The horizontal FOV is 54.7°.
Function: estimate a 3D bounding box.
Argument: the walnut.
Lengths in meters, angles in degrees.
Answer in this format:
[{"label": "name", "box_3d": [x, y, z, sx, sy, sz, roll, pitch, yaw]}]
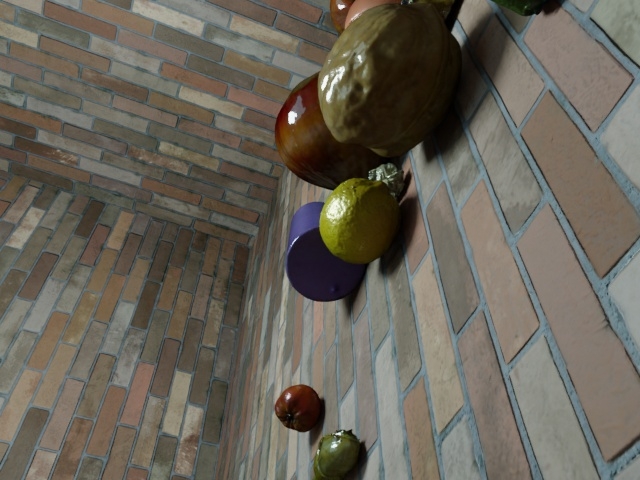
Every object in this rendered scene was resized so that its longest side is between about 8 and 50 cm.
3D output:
[{"label": "walnut", "box_3d": [0.159, -0.366, 1.385, 0.306, 0.306, 0.344, -95, 29, -60]}]

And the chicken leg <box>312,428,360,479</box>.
[{"label": "chicken leg", "box_3d": [0.024, 0.486, 1.337, 0.103, 0.088, 0.228, -103, 25, -48]}]

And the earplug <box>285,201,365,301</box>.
[{"label": "earplug", "box_3d": [0.000, 0.000, 1.830, 0.456, 0.215, 0.215, -103, 32, -73]}]

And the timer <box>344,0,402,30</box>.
[{"label": "timer", "box_3d": [0.182, -0.587, 1.749, 0.229, 0.229, 0.215, 148, 119, -71]}]

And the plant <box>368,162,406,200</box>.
[{"label": "plant", "box_3d": [0.183, -0.155, 1.577, 0.116, 0.104, 0.122, 8, 42, 43]}]

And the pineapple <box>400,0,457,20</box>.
[{"label": "pineapple", "box_3d": [0.278, -0.654, 1.594, 0.161, 0.158, 0.335, -109, 38, -70]}]

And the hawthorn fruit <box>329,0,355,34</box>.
[{"label": "hawthorn fruit", "box_3d": [0.178, -0.755, 1.965, 0.298, 0.277, 0.277, -72, 7, -52]}]

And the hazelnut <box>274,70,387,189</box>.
[{"label": "hazelnut", "box_3d": [0.040, -0.310, 1.760, 0.409, 0.359, 0.359, 122, 163, -75]}]

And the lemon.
[{"label": "lemon", "box_3d": [0.094, -0.045, 1.487, 0.192, 0.192, 0.231, -93, 27, -58]}]

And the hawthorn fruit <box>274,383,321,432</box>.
[{"label": "hawthorn fruit", "box_3d": [-0.050, 0.442, 1.645, 0.125, 0.140, 0.125, 27, 122, 54]}]

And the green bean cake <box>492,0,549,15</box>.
[{"label": "green bean cake", "box_3d": [0.369, -0.555, 1.068, 0.250, 0.156, 0.247, 120, 163, -46]}]
